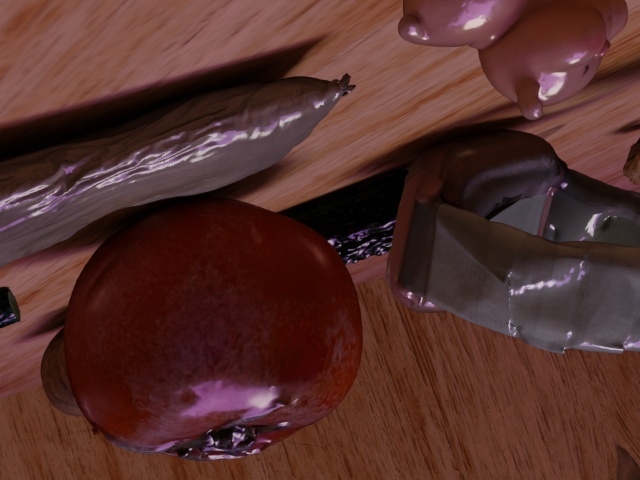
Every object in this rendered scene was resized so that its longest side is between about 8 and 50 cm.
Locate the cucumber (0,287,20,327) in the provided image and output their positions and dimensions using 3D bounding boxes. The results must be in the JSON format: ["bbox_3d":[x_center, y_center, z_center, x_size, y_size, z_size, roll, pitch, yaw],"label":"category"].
[{"bbox_3d":[-0.321,0.076,1.269,0.133,0.032,0.032,-19,175,-1],"label":"cucumber"}]

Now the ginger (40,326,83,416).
[{"bbox_3d":[-0.224,0.129,1.697,0.190,0.126,0.354,-22,176,-34],"label":"ginger"}]

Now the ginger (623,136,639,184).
[{"bbox_3d":[0.473,-0.143,1.816,0.258,0.065,0.149,-28,-173,-3],"label":"ginger"}]

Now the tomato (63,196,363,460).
[{"bbox_3d":[-0.082,0.061,1.127,0.232,0.189,0.232,-11,161,-4],"label":"tomato"}]

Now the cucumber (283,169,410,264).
[{"bbox_3d":[-0.001,-0.001,1.434,0.265,0.077,0.077,-20,175,13],"label":"cucumber"}]

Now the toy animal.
[{"bbox_3d":[0.097,-0.097,0.661,0.091,0.082,0.114,-24,172,37],"label":"toy animal"}]

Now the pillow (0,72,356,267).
[{"bbox_3d":[-0.107,-0.034,0.775,0.229,0.050,0.148,-21,180,-19],"label":"pillow"}]

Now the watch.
[{"bbox_3d":[0.214,0.016,1.301,0.241,0.162,0.253,29,-150,35],"label":"watch"}]
